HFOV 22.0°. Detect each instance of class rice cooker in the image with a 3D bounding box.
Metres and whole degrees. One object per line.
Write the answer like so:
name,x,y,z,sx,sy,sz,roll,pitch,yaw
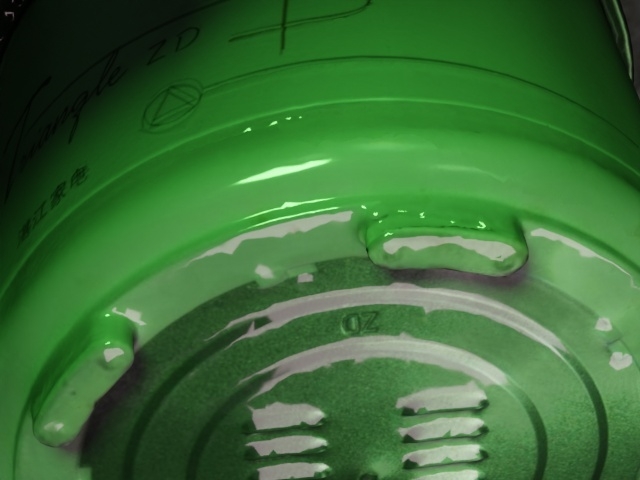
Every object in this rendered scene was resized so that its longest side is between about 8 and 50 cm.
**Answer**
rice cooker,0.000,0.000,0.547,0.241,0.227,0.280,-9,132,0
